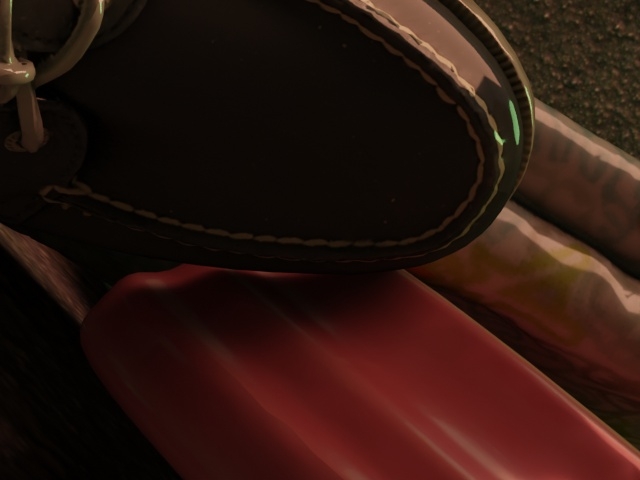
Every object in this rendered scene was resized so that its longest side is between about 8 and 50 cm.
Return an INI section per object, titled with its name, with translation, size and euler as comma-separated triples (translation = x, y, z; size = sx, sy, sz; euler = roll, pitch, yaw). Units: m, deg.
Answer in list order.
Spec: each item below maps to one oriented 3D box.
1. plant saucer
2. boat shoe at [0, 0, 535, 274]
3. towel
[plant saucer]
translation = 0.073, 0.108, 0.531
size = 0.332, 0.084, 0.332
euler = 41, -3, 3
[boat shoe]
translation = -0.096, -0.049, 0.407
size = 0.319, 0.116, 0.099
euler = 19, 25, -10
[towel]
translation = 0.000, 0.000, 0.719
size = 0.374, 0.090, 0.320
euler = 29, -16, -11
